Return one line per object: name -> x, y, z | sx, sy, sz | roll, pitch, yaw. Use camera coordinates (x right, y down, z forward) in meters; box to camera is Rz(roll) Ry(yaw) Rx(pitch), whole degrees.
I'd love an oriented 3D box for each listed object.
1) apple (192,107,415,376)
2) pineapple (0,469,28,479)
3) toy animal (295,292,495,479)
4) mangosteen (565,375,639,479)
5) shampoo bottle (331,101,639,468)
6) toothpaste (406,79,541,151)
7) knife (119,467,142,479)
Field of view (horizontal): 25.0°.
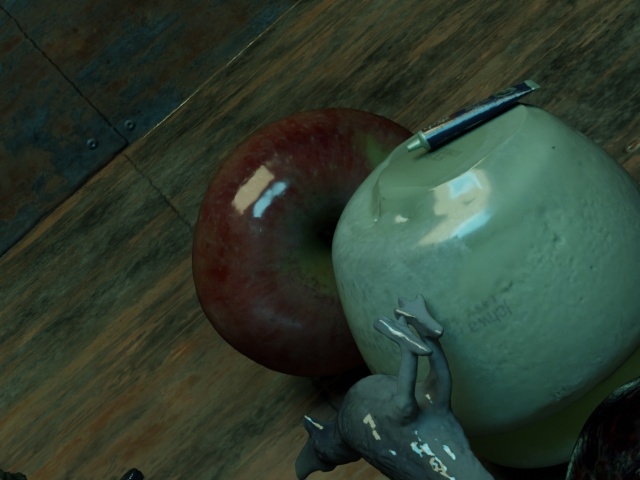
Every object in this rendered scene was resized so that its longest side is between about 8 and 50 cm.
apple -> 0.000, 0.000, 1.775 | 0.345, 0.345, 0.269 | -44, 7, -9
pineapple -> -0.447, 0.400, 1.899 | 0.202, 0.202, 0.362 | -34, 12, 14
toy animal -> 0.085, 0.156, 1.255 | 0.081, 0.206, 0.367 | -13, 15, -35
mangosteen -> 0.300, 0.200, 1.124 | 0.216, 0.216, 0.216 | -32, 24, 17
shampoo bottle -> 0.179, 0.039, 1.416 | 0.322, 0.317, 0.322 | -33, 24, 17
toothpaste -> 0.144, -0.119, 1.377 | 0.140, 0.021, 0.037 | -27, 17, 4
knife -> -0.279, 0.353, 1.921 | 0.031, 0.018, 0.121 | -8, 40, 54
